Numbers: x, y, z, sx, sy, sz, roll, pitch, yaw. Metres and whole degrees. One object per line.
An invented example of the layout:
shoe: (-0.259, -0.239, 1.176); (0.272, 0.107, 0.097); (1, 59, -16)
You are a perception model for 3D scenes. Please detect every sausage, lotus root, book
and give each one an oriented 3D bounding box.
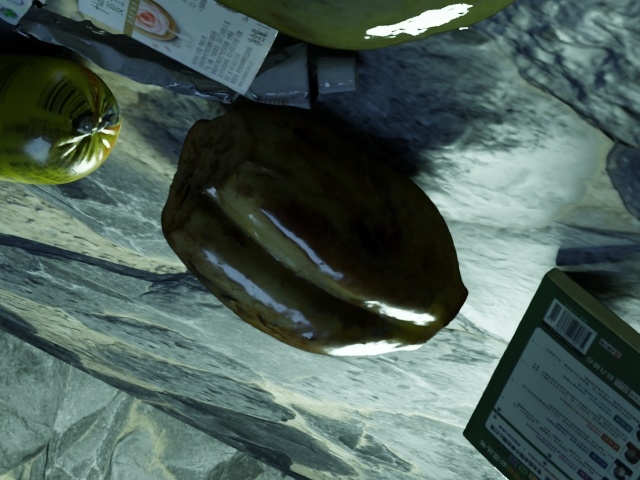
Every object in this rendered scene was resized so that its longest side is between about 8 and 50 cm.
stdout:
sausage: (-0.331, -0.122, 0.987); (0.347, 0.123, 0.123); (9, 156, 32)
lotus root: (-0.002, 0.007, 0.915); (0.290, 0.193, 0.193); (30, 158, -20)
book: (0.259, 0.181, 1.018); (0.202, 0.027, 0.264); (41, 137, 26)

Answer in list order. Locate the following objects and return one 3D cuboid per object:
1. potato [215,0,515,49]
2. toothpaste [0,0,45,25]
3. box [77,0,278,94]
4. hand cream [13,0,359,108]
potato: (0.004, -0.217, 0.336); (0.218, 0.202, 0.351); (39, 160, 29)
toothpaste: (-0.218, -0.217, 0.764); (0.047, 0.040, 0.196); (23, 160, -16)
box: (-0.073, -0.188, 0.638); (0.135, 0.081, 0.199); (26, 157, -9)
hand cream: (-0.097, -0.139, 0.763); (0.256, 0.084, 0.050); (8, 117, -6)
